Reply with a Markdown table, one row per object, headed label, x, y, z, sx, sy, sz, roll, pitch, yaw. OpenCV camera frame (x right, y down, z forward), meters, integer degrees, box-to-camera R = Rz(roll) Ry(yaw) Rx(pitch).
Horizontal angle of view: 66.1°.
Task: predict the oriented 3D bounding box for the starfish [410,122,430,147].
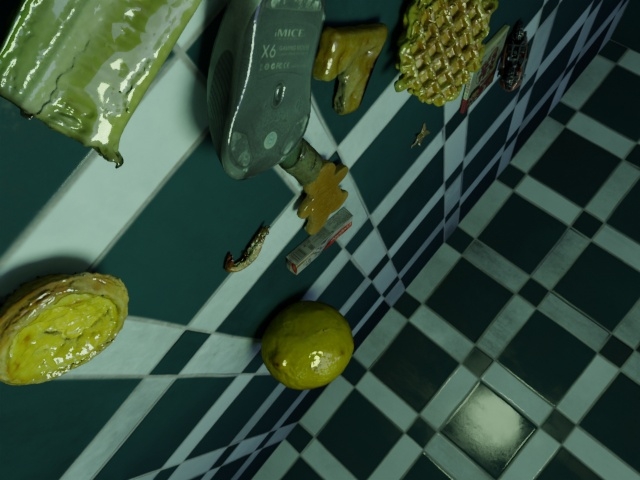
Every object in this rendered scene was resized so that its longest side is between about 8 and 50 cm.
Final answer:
| label | x | y | z | sx | sy | sz | roll | pitch | yaw |
| --- | --- | --- | --- | --- | --- | --- | --- | --- | --- |
| starfish | 0.294 | -0.305 | 1.415 | 0.086 | 0.016 | 0.092 | -42 | 156 | -29 |

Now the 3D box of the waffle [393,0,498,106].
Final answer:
| label | x | y | z | sx | sy | sz | roll | pitch | yaw |
| --- | --- | --- | --- | --- | --- | --- | --- | --- | --- |
| waffle | 0.246 | -0.386 | 0.972 | 0.243 | 0.059 | 0.238 | -3 | 120 | -33 |

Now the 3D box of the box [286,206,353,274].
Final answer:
| label | x | y | z | sx | sy | sz | roll | pitch | yaw |
| --- | --- | --- | --- | --- | --- | --- | --- | --- | --- |
| box | 0.000 | 0.000 | 1.268 | 0.218 | 0.039 | 0.055 | -41 | 156 | -27 |

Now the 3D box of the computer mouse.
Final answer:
| label | x | y | z | sx | sy | sz | roll | pitch | yaw |
| --- | --- | --- | --- | --- | --- | --- | --- | --- | --- |
| computer mouse | -0.069 | -0.250 | 0.624 | 0.167 | 0.090 | 0.379 | -26 | 143 | -50 |

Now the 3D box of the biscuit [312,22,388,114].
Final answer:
| label | x | y | z | sx | sy | sz | roll | pitch | yaw |
| --- | --- | --- | --- | --- | --- | --- | --- | --- | --- |
| biscuit | 0.039 | -0.292 | 0.853 | 0.183 | 0.039 | 0.174 | -27 | 151 | -48 |

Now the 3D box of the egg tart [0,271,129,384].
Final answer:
| label | x | y | z | sx | sy | sz | roll | pitch | yaw |
| --- | --- | --- | --- | --- | --- | --- | --- | --- | --- |
| egg tart | -0.349 | 0.105 | 0.645 | 0.191 | 0.074 | 0.191 | -42 | 158 | -22 |

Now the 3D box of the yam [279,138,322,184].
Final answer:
| label | x | y | z | sx | sy | sz | roll | pitch | yaw |
| --- | --- | --- | --- | --- | --- | --- | --- | --- | --- |
| yam | -0.033 | -0.145 | 0.903 | 0.070 | 0.069 | 0.146 | -52 | 159 | 3 |

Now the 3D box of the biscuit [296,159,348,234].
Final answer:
| label | x | y | z | sx | sy | sz | roll | pitch | yaw |
| --- | --- | --- | --- | --- | --- | --- | --- | --- | --- |
| biscuit | 0.001 | -0.105 | 1.096 | 0.158 | 0.035 | 0.240 | -49 | 161 | -14 |

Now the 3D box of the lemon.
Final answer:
| label | x | y | z | sx | sy | sz | roll | pitch | yaw |
| --- | --- | --- | --- | --- | --- | --- | --- | --- | --- |
| lemon | -0.036 | 0.296 | 1.403 | 0.284 | 0.260 | 0.260 | 15 | 114 | -45 |

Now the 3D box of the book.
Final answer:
| label | x | y | z | sx | sy | sz | roll | pitch | yaw |
| --- | --- | --- | --- | --- | --- | --- | --- | --- | --- |
| book | 0.486 | -0.506 | 1.470 | 0.162 | 0.022 | 0.232 | -48 | 161 | -14 |

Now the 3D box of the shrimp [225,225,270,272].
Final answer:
| label | x | y | z | sx | sy | sz | roll | pitch | yaw |
| --- | --- | --- | --- | --- | --- | --- | --- | --- | --- |
| shrimp | -0.148 | 0.018 | 1.002 | 0.127 | 0.025 | 0.091 | -53 | 159 | 14 |

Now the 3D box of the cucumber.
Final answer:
| label | x | y | z | sx | sy | sz | roll | pitch | yaw |
| --- | --- | --- | --- | --- | --- | --- | --- | --- | --- |
| cucumber | -0.159 | -0.238 | 0.433 | 0.145 | 0.105 | 0.325 | 30 | 100 | -43 |

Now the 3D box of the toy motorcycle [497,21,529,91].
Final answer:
| label | x | y | z | sx | sy | sz | roll | pitch | yaw |
| --- | --- | --- | --- | --- | --- | --- | --- | --- | --- |
| toy motorcycle | 0.586 | -0.546 | 1.491 | 0.118 | 0.084 | 0.213 | 29 | 74 | -68 |
